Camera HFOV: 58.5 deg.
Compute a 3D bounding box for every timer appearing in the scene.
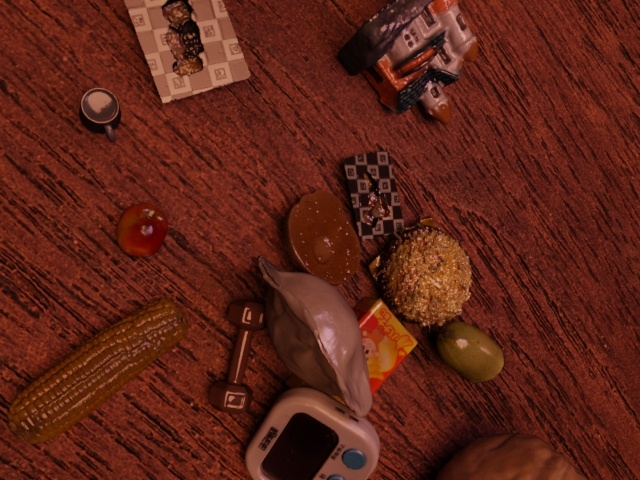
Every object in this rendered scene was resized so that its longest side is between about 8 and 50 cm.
[{"bbox_3d":[-0.016,0.429,1.170,0.236,0.087,0.262,32,113,3],"label":"timer"}]

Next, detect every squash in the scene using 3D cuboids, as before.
[{"bbox_3d":[0.335,0.249,1.333,0.186,0.123,0.123,37,76,-37],"label":"squash"}]

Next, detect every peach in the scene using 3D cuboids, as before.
[{"bbox_3d":[-0.350,-0.018,1.115,0.100,0.100,0.101,0,89,-21],"label":"peach"}]

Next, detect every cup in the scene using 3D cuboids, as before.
[{"bbox_3d":[-0.418,-0.239,1.097,0.078,0.077,0.100,-26,99,-19],"label":"cup"}]

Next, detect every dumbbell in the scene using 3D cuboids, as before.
[{"bbox_3d":[-0.167,0.240,1.184,0.092,0.082,0.231,13,85,-19],"label":"dumbbell"}]

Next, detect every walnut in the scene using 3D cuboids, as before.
[{"bbox_3d":[0.429,0.621,1.281,0.380,0.381,0.382,0,89,-21],"label":"walnut"}]

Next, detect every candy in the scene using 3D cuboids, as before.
[{"bbox_3d":[0.070,0.270,1.271,0.276,0.088,0.146,-47,105,-15],"label":"candy"}]

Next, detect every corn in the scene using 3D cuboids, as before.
[{"bbox_3d":[-0.412,0.239,1.075,0.363,0.120,0.121,-36,102,-21],"label":"corn"}]

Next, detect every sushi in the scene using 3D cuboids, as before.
[{"bbox_3d":[0.117,-0.107,1.323,0.139,0.031,0.201,-14,95,-31],"label":"sushi"},{"bbox_3d":[-0.271,-0.408,1.169,0.192,0.050,0.215,-22,102,-16],"label":"sushi"}]

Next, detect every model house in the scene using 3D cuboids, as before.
[{"bbox_3d":[0.235,-0.402,1.288,0.271,0.190,0.301,-40,104,-18],"label":"model house"}]

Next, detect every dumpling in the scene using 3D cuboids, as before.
[{"bbox_3d":[-0.019,0.174,1.103,0.181,0.260,0.342,-13,68,10],"label":"dumpling"}]

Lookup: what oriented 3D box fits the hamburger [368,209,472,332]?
[{"bbox_3d":[0.242,0.073,1.311,0.243,0.138,0.262,-42,104,-16],"label":"hamburger"}]

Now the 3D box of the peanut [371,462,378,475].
[{"bbox_3d":[0.054,0.477,1.271,0.174,0.080,0.080,36,77,-20],"label":"peanut"}]

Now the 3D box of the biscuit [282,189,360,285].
[{"bbox_3d":[0.000,0.000,1.247,0.181,0.049,0.208,-33,97,-37],"label":"biscuit"}]
